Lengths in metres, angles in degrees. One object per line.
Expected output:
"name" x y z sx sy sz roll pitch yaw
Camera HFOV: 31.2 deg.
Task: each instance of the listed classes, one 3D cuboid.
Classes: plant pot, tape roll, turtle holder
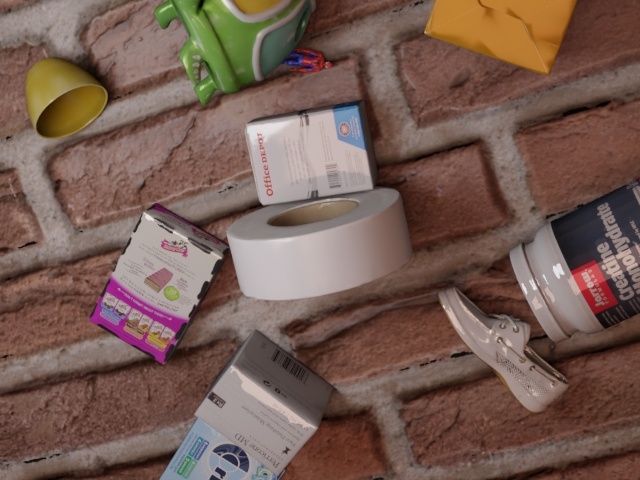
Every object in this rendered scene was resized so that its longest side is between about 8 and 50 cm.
"plant pot" -0.436 -0.248 1.908 0.134 0.134 0.095 -41 72 18
"tape roll" 0.000 0.000 1.812 0.286 0.286 0.100 -10 104 13
"turtle holder" -0.140 -0.376 1.724 0.227 0.243 0.320 -27 143 -3

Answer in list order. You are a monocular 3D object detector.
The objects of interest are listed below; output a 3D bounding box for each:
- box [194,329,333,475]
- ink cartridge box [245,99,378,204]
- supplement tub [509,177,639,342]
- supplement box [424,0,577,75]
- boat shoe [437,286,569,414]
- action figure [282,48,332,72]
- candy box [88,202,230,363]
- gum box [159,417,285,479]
"box" -0.093 0.273 1.960 0.181 0.182 0.119 36 108 -2
"ink cartridge box" -0.012 -0.144 1.876 0.190 0.082 0.139 -7 104 13
"supplement tub" 0.454 0.029 1.787 0.272 0.191 0.191 -28 100 16
"supplement box" 0.269 -0.348 1.707 0.191 0.194 0.129 19 108 4
"boat shoe" 0.307 0.164 1.907 0.096 0.098 0.277 -40 105 18
"action figure" -0.037 -0.295 1.866 0.115 0.030 0.038 10 103 5
"candy box" -0.279 0.075 1.993 0.159 0.071 0.233 31 110 0
"gum box" -0.176 0.420 2.092 0.184 0.041 0.157 32 109 -1
